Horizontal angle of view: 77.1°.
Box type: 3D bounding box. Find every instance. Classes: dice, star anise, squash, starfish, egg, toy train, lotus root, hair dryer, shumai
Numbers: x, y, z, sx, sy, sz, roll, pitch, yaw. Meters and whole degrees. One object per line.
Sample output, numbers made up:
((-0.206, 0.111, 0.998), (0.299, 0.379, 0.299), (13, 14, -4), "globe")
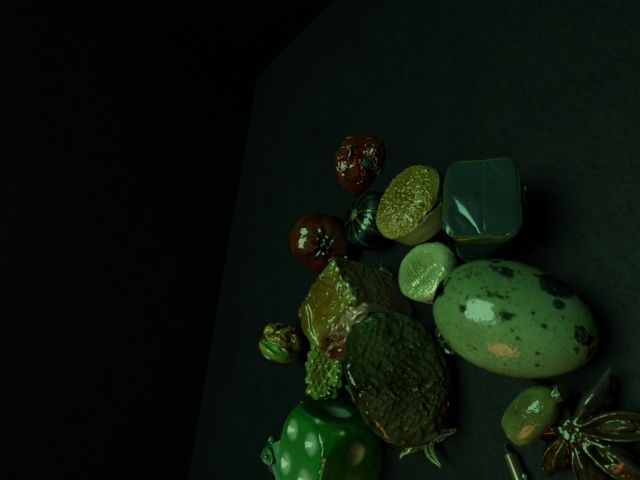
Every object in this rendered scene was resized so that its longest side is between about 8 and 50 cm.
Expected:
((0.035, 0.774, 1.472), (0.297, 0.287, 0.299), (5, 82, 55), "dice")
((0.589, 0.424, 0.918), (0.315, 0.108, 0.314), (-34, 49, 50), "star anise")
((0.204, -0.079, 1.651), (0.252, 0.165, 0.252), (-52, 29, 44), "squash")
((0.337, 0.628, 1.258), (0.208, 0.053, 0.175), (-45, 23, 19), "starfish")
((0.472, 0.191, 1.009), (0.380, 0.288, 0.287), (5, 82, 38), "egg")
((-0.130, 0.976, 1.712), (0.202, 0.120, 0.300), (-34, 67, 30), "toy train")
((0.486, 0.392, 0.920), (0.182, 0.077, 0.090), (-62, 32, 27), "lotus root")
((0.510, 0.609, 1.015), (0.117, 0.064, 0.181), (-48, 36, 36), "hair dryer")
((0.213, 0.452, 1.310), (0.397, 0.325, 0.323), (66, 159, 18), "shumai")

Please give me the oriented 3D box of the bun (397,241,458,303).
((0.371, 0.110, 1.351), (0.220, 0.134, 0.220), (-35, 40, 36), "bun")

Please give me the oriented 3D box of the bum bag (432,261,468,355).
((0.451, 0.206, 1.230), (0.144, 0.095, 0.340), (38, 107, 58), "bum bag")

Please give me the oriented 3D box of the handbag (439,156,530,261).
((0.458, -0.079, 1.131), (0.223, 0.241, 0.262), (-6, 69, 22), "handbag")

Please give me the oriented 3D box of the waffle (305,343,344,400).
((0.019, 0.561, 1.780), (0.317, 0.073, 0.296), (-33, 45, 56), "waffle")

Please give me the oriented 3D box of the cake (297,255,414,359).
((0.131, 0.266, 1.505), (0.314, 0.307, 0.293), (-55, 42, 28), "cake")

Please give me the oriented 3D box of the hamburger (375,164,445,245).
((0.322, -0.126, 1.420), (0.302, 0.170, 0.301), (-40, 27, 25), "hamburger")

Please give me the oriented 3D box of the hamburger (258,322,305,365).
((-0.181, 0.498, 1.985), (0.237, 0.237, 0.148), (34, 104, 56), "hamburger")

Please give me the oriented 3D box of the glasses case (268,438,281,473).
((-0.158, 0.989, 1.875), (0.316, 0.076, 0.123), (-48, 45, 33), "glasses case")

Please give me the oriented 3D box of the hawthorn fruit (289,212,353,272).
((0.000, 0.000, 1.862), (0.330, 0.288, 0.286), (-129, 56, -79), "hawthorn fruit")

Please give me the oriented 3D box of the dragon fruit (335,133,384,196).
((0.173, -0.380, 1.832), (0.205, 0.152, 0.316), (-11, 69, 54), "dragon fruit")
